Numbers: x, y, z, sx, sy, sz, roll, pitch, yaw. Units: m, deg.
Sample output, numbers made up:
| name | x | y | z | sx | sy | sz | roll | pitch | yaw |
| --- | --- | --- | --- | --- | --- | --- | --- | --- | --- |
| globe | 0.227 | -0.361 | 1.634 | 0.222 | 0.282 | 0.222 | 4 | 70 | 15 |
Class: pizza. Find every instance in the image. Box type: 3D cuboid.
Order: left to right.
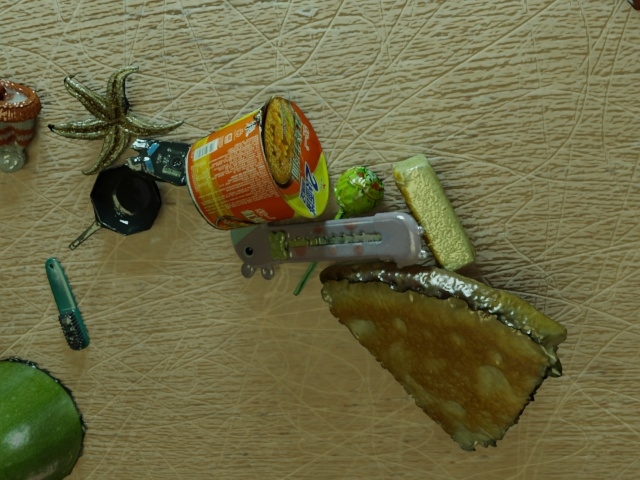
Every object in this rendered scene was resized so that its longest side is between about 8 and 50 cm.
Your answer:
| name | x | y | z | sx | sy | sz | roll | pitch | yaw |
| --- | --- | --- | --- | --- | --- | --- | --- | --- | --- |
| pizza | 0.230 | 0.165 | 1.487 | 0.435 | 0.080 | 0.392 | 46 | 146 | -10 |

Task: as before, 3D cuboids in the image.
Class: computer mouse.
| name | x | y | z | sx | sy | sz | roll | pitch | yaw |
| --- | --- | --- | --- | --- | --- | --- | --- | --- | --- |
| computer mouse | -0.274 | -0.137 | 1.592 | 0.135 | 0.047 | 0.079 | 13 | 80 | -18 |

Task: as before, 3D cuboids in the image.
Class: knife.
| name | x | y | z | sx | sy | sz | roll | pitch | yaw |
| --- | --- | --- | --- | --- | --- | --- | --- | --- | --- |
| knife | 0.000 | 0.000 | 1.522 | 0.399 | 0.038 | 0.132 | -4 | 99 | 35 |

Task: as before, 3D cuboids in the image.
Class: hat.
| name | x | y | z | sx | sy | sz | roll | pitch | yaw |
| --- | --- | --- | --- | --- | --- | --- | --- | --- | --- |
| hat | -0.563 | -0.200 | 1.640 | 0.112 | 0.093 | 0.162 | 21 | 130 | 16 |

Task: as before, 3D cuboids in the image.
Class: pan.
| name | x | y | z | sx | sy | sz | roll | pitch | yaw |
| --- | --- | --- | --- | --- | --- | --- | --- | --- | --- |
| pan | -0.382 | -0.069 | 1.650 | 0.202 | 0.048 | 0.128 | -14 | 103 | 15 |

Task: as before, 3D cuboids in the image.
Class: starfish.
| name | x | y | z | sx | sy | sz | roll | pitch | yaw |
| --- | --- | --- | --- | --- | --- | --- | --- | --- | --- |
| starfish | -0.361 | -0.209 | 1.599 | 0.238 | 0.057 | 0.213 | 7 | 116 | -5 |

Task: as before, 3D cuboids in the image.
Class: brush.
| name | x | y | z | sx | sy | sz | roll | pitch | yaw |
| --- | --- | --- | --- | --- | --- | --- | --- | --- | --- |
| brush | -0.496 | 0.128 | 1.750 | 0.043 | 0.032 | 0.193 | -11 | 107 | 16 |

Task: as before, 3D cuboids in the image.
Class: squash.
| name | x | y | z | sx | sy | sz | roll | pitch | yaw |
| --- | --- | --- | --- | --- | --- | --- | --- | --- | --- |
| squash | -0.656 | 0.425 | 1.736 | 0.311 | 0.309 | 0.310 | 4 | 110 | 10 |

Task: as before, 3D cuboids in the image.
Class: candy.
| name | x | y | z | sx | sy | sz | roll | pitch | yaw |
| --- | --- | --- | --- | --- | --- | --- | --- | --- | --- |
| candy | 0.020 | -0.011 | 1.565 | 0.077 | 0.073 | 0.262 | 39 | 110 | 22 |

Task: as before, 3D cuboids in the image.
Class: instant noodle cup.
| name | x | y | z | sx | sy | sz | roll | pitch | yaw |
| --- | --- | --- | --- | --- | --- | --- | --- | --- | --- |
| instant noodle cup | -0.111 | -0.116 | 1.501 | 0.174 | 0.213 | 0.213 | -16 | 104 | 26 |

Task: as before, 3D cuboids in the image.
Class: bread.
| name | x | y | z | sx | sy | sz | roll | pitch | yaw |
| --- | --- | --- | --- | --- | --- | --- | --- | --- | --- |
| bread | 0.184 | -0.048 | 1.490 | 0.068 | 0.125 | 0.188 | -28 | 101 | 7 |

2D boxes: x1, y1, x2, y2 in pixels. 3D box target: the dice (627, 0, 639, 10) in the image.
| name | x | y | z | sx | sy | sz | roll | pitch | yaw |
| --- | --- | --- | --- | --- | --- | --- | --- | --- | --- |
| dice | 0.474 | -0.439 | 1.271 | 0.179 | 0.174 | 0.175 | -29 | 101 | 19 |
